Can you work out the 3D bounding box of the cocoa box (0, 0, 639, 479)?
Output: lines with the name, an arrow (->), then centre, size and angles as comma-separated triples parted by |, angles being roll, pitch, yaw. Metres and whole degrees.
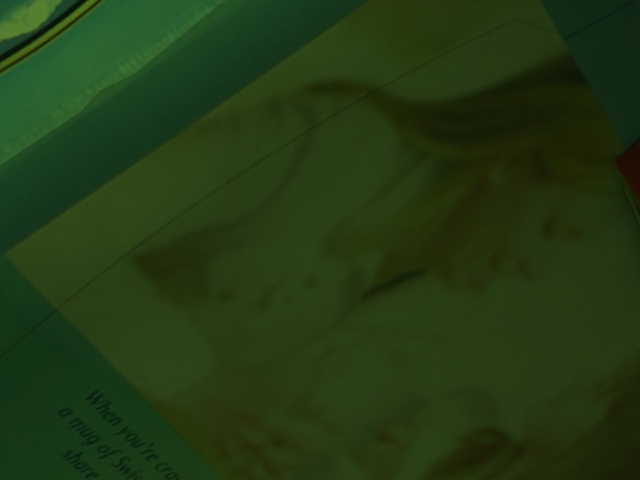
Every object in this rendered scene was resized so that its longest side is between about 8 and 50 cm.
cocoa box -> 0.000, 0.000, 0.562 | 0.347, 0.231, 0.228 | 52, -174, -44
